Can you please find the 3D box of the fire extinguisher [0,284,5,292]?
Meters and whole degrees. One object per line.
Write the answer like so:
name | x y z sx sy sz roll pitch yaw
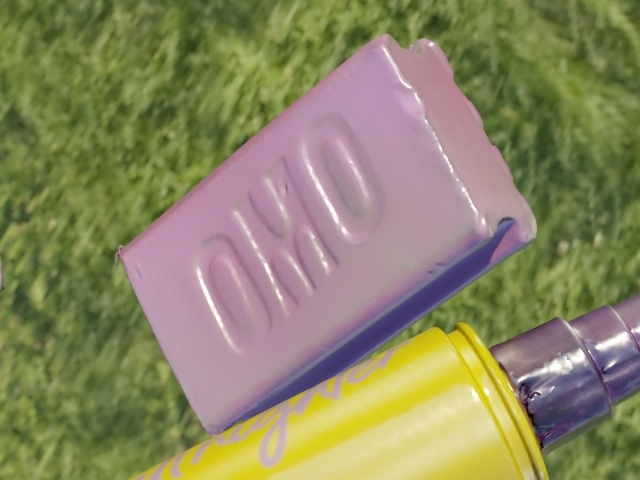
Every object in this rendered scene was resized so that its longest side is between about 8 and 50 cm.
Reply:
fire extinguisher | -0.219 0.048 1.105 0.028 0.083 0.022 44 173 45

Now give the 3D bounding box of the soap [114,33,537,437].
soap | 0.000 0.000 0.977 0.203 0.065 0.122 -39 70 29

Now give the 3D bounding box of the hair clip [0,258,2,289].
hair clip | -0.282 -0.018 0.826 0.359 0.110 0.095 31 109 31

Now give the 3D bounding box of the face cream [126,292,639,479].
face cream | 0.020 0.086 0.712 0.273 0.078 0.078 -26 124 -3
